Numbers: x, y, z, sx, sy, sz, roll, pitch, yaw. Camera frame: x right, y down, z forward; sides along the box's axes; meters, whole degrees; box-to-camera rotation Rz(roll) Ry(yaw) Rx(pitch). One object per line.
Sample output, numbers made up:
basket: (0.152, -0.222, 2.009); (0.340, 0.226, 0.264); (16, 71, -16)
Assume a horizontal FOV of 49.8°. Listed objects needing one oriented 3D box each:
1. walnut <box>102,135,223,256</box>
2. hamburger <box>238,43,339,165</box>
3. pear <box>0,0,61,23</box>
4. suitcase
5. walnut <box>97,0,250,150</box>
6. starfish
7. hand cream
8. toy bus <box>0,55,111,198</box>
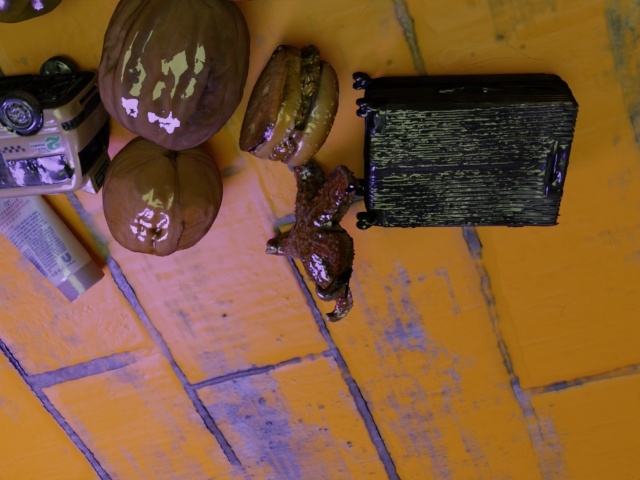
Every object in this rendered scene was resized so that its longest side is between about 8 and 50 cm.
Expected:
walnut: (-0.264, -0.072, 1.159); (0.196, 0.195, 0.221); (18, 129, -7)
hamburger: (-0.041, -0.211, 1.069); (0.118, 0.182, 0.190); (14, 91, -25)
pear: (-0.453, -0.408, 0.965); (0.198, 0.198, 0.198); (2, 121, 3)
suitcase: (0.221, -0.147, 1.107); (0.335, 0.152, 0.229); (-1, 123, 2)
walnut: (-0.215, -0.266, 1.024); (0.225, 0.225, 0.260); (16, 117, -6)
starfish: (-0.002, 0.003, 1.145); (0.113, 0.303, 0.311); (-10, 121, -19)
hand cream: (-0.519, 0.000, 1.291); (0.133, 0.083, 0.247); (-32, 103, 21)
toy bus: (-0.528, -0.170, 1.126); (0.366, 0.176, 0.201); (-4, 124, 10)
